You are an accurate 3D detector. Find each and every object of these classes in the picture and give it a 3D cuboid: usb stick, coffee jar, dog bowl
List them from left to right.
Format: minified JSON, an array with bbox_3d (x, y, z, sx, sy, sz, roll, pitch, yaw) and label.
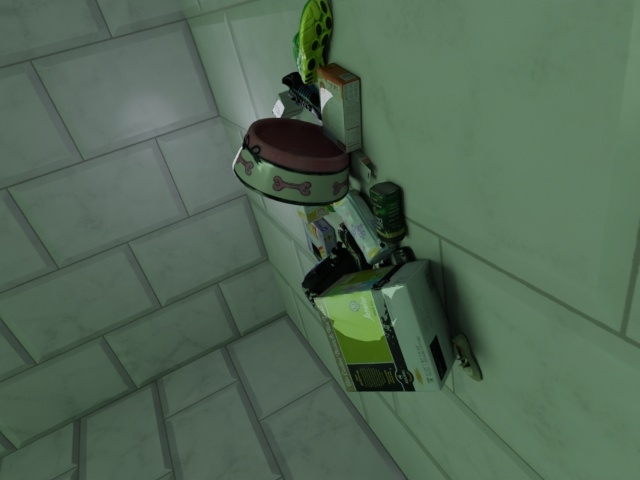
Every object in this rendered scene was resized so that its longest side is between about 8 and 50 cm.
[{"bbox_3d":[-0.082,-0.283,1.434,0.408,0.407,0.151,51,136,40],"label":"dog bowl"},{"bbox_3d":[0.209,-0.082,1.322,0.096,0.079,0.185,40,151,55],"label":"coffee jar"},{"bbox_3d":[0.314,0.154,1.387,0.278,0.045,0.077,66,162,-1],"label":"usb stick"}]

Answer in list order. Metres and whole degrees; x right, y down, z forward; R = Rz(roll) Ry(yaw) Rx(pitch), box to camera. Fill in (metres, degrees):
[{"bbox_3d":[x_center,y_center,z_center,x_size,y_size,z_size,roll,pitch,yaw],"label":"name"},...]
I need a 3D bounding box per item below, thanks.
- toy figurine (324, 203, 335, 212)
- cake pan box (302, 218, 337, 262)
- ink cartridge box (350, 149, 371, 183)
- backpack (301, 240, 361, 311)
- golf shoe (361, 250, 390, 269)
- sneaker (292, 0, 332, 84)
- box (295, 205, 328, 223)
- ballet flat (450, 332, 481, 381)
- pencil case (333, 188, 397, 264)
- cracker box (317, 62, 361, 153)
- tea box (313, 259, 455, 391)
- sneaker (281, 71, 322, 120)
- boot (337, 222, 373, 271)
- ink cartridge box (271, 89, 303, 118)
[{"bbox_3d":[0.053,-0.184,1.639,0.173,0.130,0.159,48,159,-19],"label":"toy figurine"},{"bbox_3d":[0.000,0.000,2.099,0.246,0.070,0.267,50,158,47],"label":"cake pan box"},{"bbox_3d":[0.141,-0.244,1.392,0.115,0.029,0.063,52,159,34],"label":"ink cartridge box"},{"bbox_3d":[0.063,0.190,1.830,0.277,0.263,0.213,59,178,20],"label":"backpack"},{"bbox_3d":[0.209,0.054,1.545,0.186,0.067,0.086,58,160,-7],"label":"golf shoe"},{"bbox_3d":[-0.042,-0.610,1.300,0.124,0.109,0.296,56,162,16],"label":"sneaker"},{"bbox_3d":[-0.053,-0.194,1.901,0.103,0.114,0.203,41,150,51],"label":"box"},{"bbox_3d":[0.436,0.362,1.293,0.168,0.052,0.057,67,162,-7],"label":"ballet flat"},{"bbox_3d":[0.151,-0.048,1.479,0.273,0.113,0.124,59,-175,24],"label":"pencil case"},{"bbox_3d":[0.061,-0.413,1.334,0.156,0.067,0.232,51,157,41],"label":"cracker box"},{"bbox_3d":[0.205,0.267,1.317,0.323,0.220,0.329,-13,100,34],"label":"tea box"},{"bbox_3d":[-0.055,-0.507,1.514,0.232,0.090,0.081,59,162,21],"label":"sneaker"},{"bbox_3d":[0.153,0.036,1.673,0.237,0.085,0.178,59,177,-18],"label":"boot"},{"bbox_3d":[-0.125,-0.528,1.676,0.060,0.104,0.180,64,164,0],"label":"ink cartridge box"}]
